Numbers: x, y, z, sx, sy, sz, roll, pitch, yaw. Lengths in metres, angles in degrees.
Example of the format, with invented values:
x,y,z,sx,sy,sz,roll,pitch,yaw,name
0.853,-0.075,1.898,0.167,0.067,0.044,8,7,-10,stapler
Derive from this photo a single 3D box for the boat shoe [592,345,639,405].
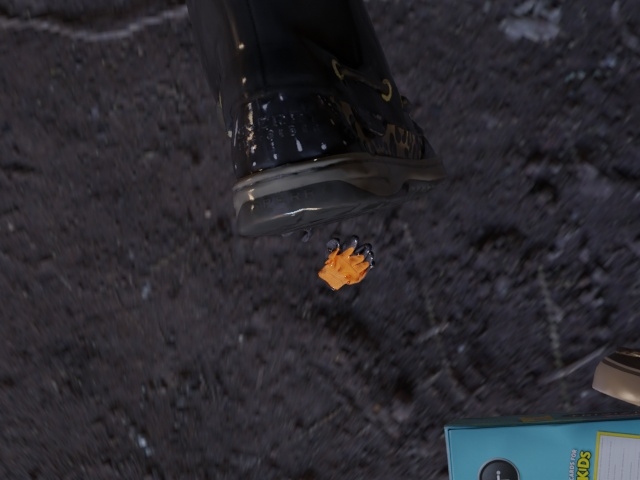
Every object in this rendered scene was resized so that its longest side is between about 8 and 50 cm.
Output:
x,y,z,sx,sy,sz,roll,pitch,yaw,name
0.271,0.077,0.986,0.228,0.080,0.076,8,86,41,boat shoe

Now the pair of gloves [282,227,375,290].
x,y,z,sx,sy,sz,roll,pitch,yaw,name
0.000,0.000,1.196,0.083,0.074,0.010,45,58,-5,pair of gloves

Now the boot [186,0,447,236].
x,y,z,sx,sy,sz,roll,pitch,yaw,name
-0.007,-0.098,0.771,0.085,0.236,0.178,-14,92,11,boot

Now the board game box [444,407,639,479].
x,y,z,sx,sy,sz,roll,pitch,yaw,name
0.282,0.266,1.378,0.336,0.079,0.253,-4,88,11,board game box
